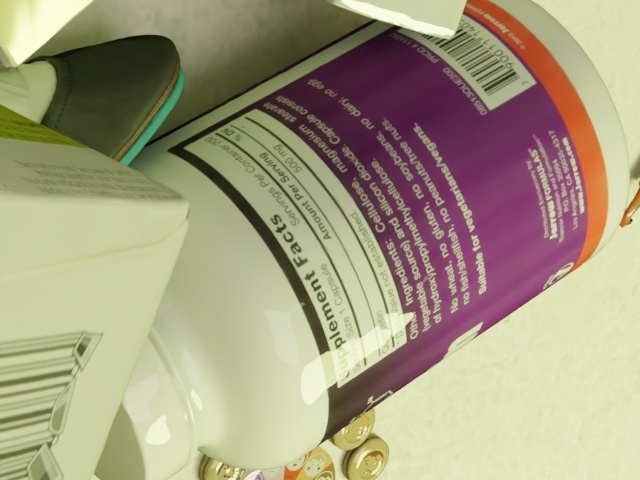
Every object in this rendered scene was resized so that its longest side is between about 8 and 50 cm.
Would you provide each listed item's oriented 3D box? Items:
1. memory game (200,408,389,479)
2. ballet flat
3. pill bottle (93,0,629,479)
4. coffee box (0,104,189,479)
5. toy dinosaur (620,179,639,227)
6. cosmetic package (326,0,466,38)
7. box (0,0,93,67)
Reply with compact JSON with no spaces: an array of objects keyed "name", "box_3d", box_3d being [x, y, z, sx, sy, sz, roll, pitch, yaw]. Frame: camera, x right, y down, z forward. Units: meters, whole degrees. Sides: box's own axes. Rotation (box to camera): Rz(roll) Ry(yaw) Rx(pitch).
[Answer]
[{"name":"memory game","box_3d":[-0.024,0.180,1.100,0.186,0.012,0.186,-22,126,-33]},{"name":"ballet flat","box_3d":[-0.180,-0.012,0.789,0.280,0.095,0.096,-50,125,-9]},{"name":"pill bottle","box_3d":[0.000,0.000,0.896,0.323,0.181,0.182,-32,131,-26]},{"name":"coffee box","box_3d":[-0.298,0.070,0.471,0.338,0.334,0.338,-67,162,8]},{"name":"toy dinosaur","box_3d":[0.242,-0.048,1.218,0.082,0.047,0.090,-30,98,-16]},{"name":"cosmetic package","box_3d":[0.044,-0.232,0.848,0.085,0.117,0.231,10,104,-35]},{"name":"box","box_3d":[-0.118,-0.239,0.697,0.243,0.117,0.214,-45,136,-16]}]
